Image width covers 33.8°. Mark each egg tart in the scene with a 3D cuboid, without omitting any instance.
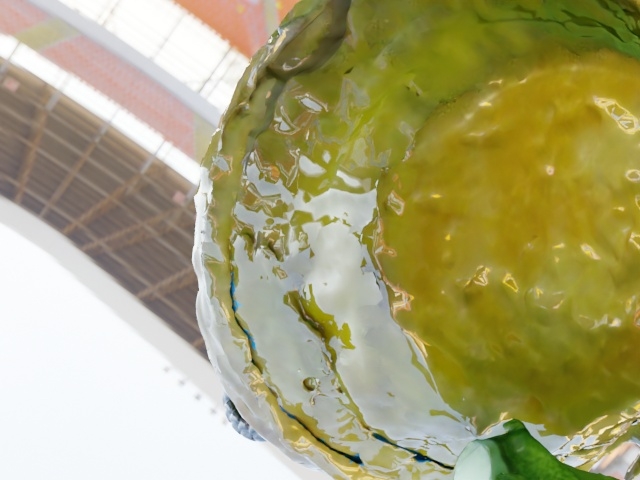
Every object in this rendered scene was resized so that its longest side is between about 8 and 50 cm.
[{"bbox_3d":[0.115,-0.002,0.637,0.388,0.388,0.169,33,179,-21],"label":"egg tart"}]

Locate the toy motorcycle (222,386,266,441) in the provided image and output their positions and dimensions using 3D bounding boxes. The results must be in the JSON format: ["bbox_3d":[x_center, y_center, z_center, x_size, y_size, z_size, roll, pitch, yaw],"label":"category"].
[{"bbox_3d":[-0.002,0.000,0.776,0.089,0.298,0.171,15,164,-41],"label":"toy motorcycle"}]

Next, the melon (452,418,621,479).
[{"bbox_3d":[0.188,0.220,0.489,0.323,0.196,0.124,33,-142,-4],"label":"melon"}]
